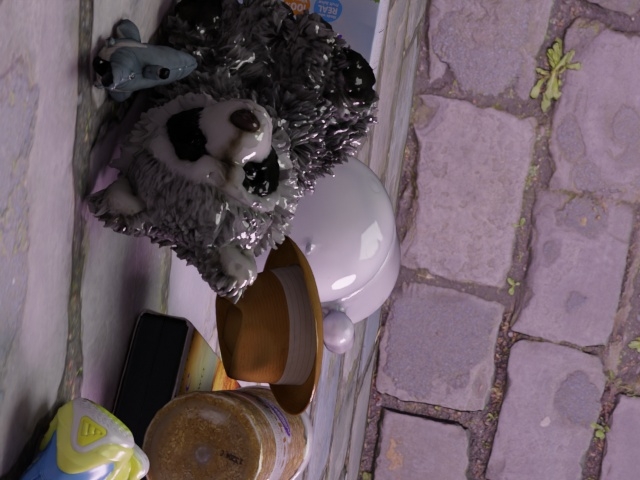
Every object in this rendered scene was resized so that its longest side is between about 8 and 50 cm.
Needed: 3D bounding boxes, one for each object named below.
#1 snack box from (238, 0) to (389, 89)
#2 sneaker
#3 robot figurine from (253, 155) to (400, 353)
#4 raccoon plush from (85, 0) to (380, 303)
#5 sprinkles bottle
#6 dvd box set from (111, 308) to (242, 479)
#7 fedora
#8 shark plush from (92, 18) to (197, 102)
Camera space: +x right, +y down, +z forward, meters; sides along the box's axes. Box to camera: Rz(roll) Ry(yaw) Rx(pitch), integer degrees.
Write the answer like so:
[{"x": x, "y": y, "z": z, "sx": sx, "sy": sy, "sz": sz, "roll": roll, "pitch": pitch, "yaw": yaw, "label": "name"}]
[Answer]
[{"x": -0.016, "y": -0.249, "z": 1.926, "sx": 0.070, "sy": 0.175, "sz": 0.207, "roll": -48, "pitch": 148, "yaw": -72, "label": "snack box"}, {"x": -0.223, "y": 0.210, "z": 1.556, "sx": 0.126, "sy": 0.091, "sz": 0.240, "roll": -51, "pitch": 170, "yaw": -13, "label": "sneaker"}, {"x": 0.000, "y": 0.000, "z": 2.278, "sx": 0.353, "sy": 0.200, "sz": 0.299, "roll": 70, "pitch": 5, "yaw": -74, "label": "robot figurine"}, {"x": -0.087, "y": -0.026, "z": 1.726, "sx": 0.446, "sy": 0.216, "sz": 0.299, "roll": 89, "pitch": 23, "yaw": -57, "label": "raccoon plush"}, {"x": -0.089, "y": 0.212, "z": 1.818, "sx": 0.355, "sy": 0.121, "sz": 0.121, "roll": 26, "pitch": 75, "yaw": -82, "label": "sprinkles bottle"}, {"x": -0.172, "y": 0.268, "z": 1.972, "sx": 0.420, "sy": 0.062, "sz": 0.307, "roll": 71, "pitch": 30, "yaw": -74, "label": "dvd box set"}, {"x": -0.058, "y": 0.087, "z": 1.749, "sx": 0.194, "sy": 0.079, "sz": 0.194, "roll": 175, "pitch": -90, "yaw": -71, "label": "fedora"}, {"x": -0.155, "y": -0.153, "z": 1.499, "sx": 0.161, "sy": 0.067, "sz": 0.073, "roll": 6, "pitch": 96, "yaw": -82, "label": "shark plush"}]
